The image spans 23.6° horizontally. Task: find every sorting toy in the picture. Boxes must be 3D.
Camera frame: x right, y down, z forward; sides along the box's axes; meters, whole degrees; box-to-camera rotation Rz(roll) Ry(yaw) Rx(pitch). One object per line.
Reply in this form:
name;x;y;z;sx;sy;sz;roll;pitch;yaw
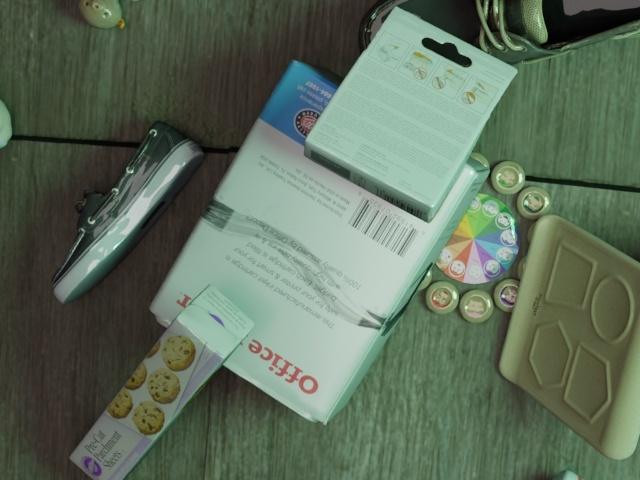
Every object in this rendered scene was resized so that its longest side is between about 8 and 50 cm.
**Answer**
sorting toy;0.272;0.094;1.551;0.038;0.208;0.193;2;109;-31

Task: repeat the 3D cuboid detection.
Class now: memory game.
memory game;0.164;-0.003;1.639;0.186;0.012;0.186;1;96;8

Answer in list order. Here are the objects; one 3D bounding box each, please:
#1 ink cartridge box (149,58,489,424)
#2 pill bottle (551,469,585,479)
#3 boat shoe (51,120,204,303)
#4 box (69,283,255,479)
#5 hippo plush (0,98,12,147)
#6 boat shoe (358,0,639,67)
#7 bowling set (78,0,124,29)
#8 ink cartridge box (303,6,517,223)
ink cartridge box;0.000;0.000;1.598;0.223;0.129;0.307;32;100;9
pill bottle;0.307;0.337;1.604;0.193;0.108;0.108;35;100;3
boat shoe;-0.225;-0.035;1.663;0.076;0.080;0.228;42;99;9
box;-0.170;0.160;1.591;0.067;0.063;0.324;43;137;1
hippo plush;-0.498;-0.124;1.611;0.294;0.236;0.234;-42;89;10
boat shoe;0.206;-0.243;1.548;0.356;0.130;0.132;-14;93;10
bowling set;-0.317;-0.347;1.588;0.287;0.200;0.154;32;101;8
ink cartridge box;0.088;-0.125;1.499;0.145;0.045;0.179;29;67;10
